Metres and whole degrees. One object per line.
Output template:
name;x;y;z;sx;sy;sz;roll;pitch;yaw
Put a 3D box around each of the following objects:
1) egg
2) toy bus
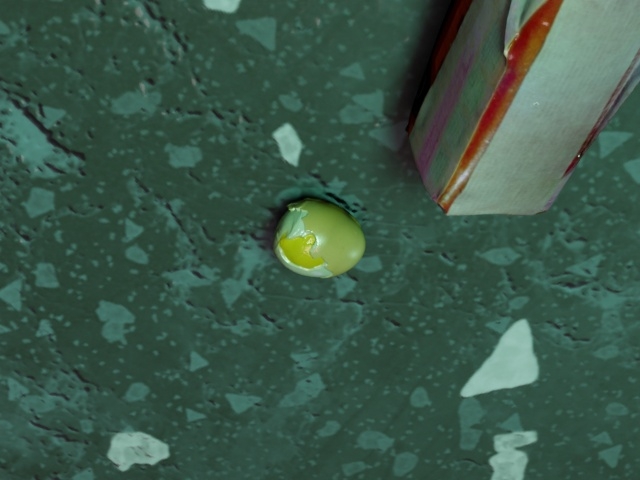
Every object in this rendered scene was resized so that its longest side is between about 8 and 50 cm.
egg;0.000;0.000;1.374;0.083;0.071;0.071;22;122;-16
toy bus;0.169;-0.151;1.191;0.128;0.147;0.302;5;142;-17
